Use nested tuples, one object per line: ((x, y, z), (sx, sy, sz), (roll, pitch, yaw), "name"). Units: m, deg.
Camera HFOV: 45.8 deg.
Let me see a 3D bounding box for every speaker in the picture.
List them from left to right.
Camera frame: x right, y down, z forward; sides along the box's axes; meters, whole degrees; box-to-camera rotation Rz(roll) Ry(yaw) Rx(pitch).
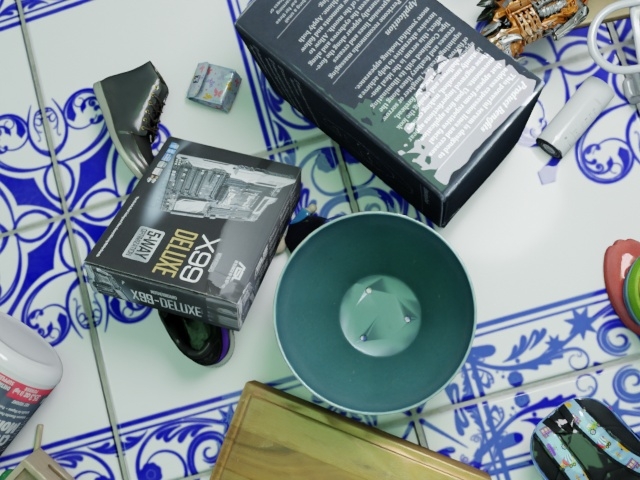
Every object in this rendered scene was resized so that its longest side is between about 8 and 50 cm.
((0.417, -0.201, 1.240), (0.055, 0.055, 0.136), (40, 89, 11), "speaker")

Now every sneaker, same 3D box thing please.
((-0.304, -0.208, 1.322), (0.118, 0.083, 0.222), (-27, 79, 3), "sneaker")
((-0.229, 0.069, 1.243), (0.102, 0.146, 0.293), (-27, 81, 4), "sneaker")

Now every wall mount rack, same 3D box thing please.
((0.577, -0.386, 1.194), (0.350, 0.130, 0.304), (-10, 94, 6), "wall mount rack")

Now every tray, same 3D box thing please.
((0.039, 0.392, 1.203), (0.411, 0.076, 0.202), (19, 85, 10), "tray")

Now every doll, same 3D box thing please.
((0.000, 0.000, 1.271), (0.189, 0.046, 0.129), (-3, 72, 8), "doll")

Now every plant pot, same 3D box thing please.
((0.088, 0.112, 1.170), (0.290, 0.195, 0.290), (-1, 83, 8), "plant pot")

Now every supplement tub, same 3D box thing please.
((-0.575, 0.265, 1.240), (0.191, 0.191, 0.272), (38, 89, 10), "supplement tub")

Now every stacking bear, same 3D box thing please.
((0.523, 0.063, 1.072), (0.175, 0.289, 0.164), (3, 83, 8), "stacking bear")

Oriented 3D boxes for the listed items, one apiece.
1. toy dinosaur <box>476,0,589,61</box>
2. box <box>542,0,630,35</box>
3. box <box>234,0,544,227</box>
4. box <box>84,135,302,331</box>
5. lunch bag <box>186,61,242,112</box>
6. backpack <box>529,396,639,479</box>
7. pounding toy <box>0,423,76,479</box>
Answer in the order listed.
((0.343, -0.384, 1.178), (0.322, 0.164, 0.218), (-26, 42, -24), "toy dinosaur")
((0.436, -0.441, 1.286), (0.201, 0.021, 0.164), (-11, 81, 5), "box")
((0.105, -0.236, 1.165), (0.395, 0.293, 0.212), (42, 90, 10), "box")
((-0.189, -0.021, 1.205), (0.242, 0.076, 0.307), (15, 48, 10), "box")
((-0.191, -0.271, 1.332), (0.083, 0.053, 0.071), (20, 84, 19), "lunch bag")
((0.400, 0.324, 1.141), (0.158, 0.117, 0.173), (-42, 80, 1), "backpack")
((-0.478, 0.410, 1.268), (0.141, 0.100, 0.130), (43, 90, 0), "pounding toy")
